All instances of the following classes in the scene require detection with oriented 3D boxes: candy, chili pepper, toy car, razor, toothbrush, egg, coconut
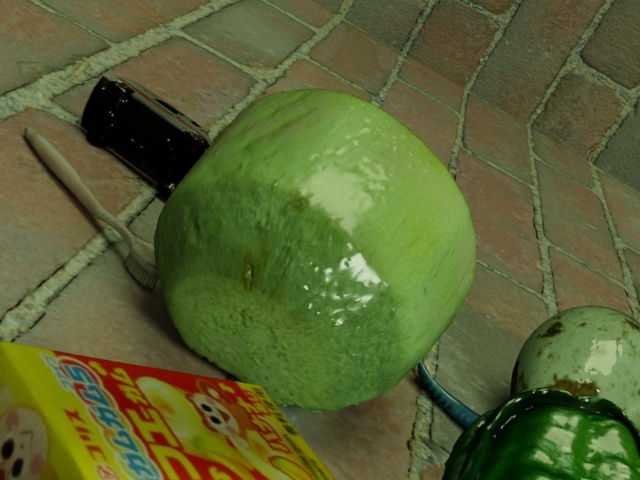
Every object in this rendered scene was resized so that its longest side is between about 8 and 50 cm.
[{"bbox_3d":[-0.113,0.162,0.729,0.276,0.088,0.146,21,21,-51],"label":"candy"},{"bbox_3d":[0.163,0.281,0.808,0.213,0.167,0.385,17,33,7],"label":"chili pepper"},{"bbox_3d":[-0.204,-0.131,1.316,0.210,0.089,0.108,35,17,20],"label":"toy car"},{"bbox_3d":[0.176,0.198,1.155,0.253,0.042,0.082,44,-16,26],"label":"razor"},{"bbox_3d":[-0.261,-0.044,1.143,0.025,0.029,0.307,5,31,-49],"label":"toothbrush"},{"bbox_3d":[0.310,0.172,1.211,0.169,0.169,0.231,37,41,16],"label":"egg"},{"bbox_3d":[0.000,0.000,1.037,0.329,0.281,0.328,-4,37,3],"label":"coconut"}]
